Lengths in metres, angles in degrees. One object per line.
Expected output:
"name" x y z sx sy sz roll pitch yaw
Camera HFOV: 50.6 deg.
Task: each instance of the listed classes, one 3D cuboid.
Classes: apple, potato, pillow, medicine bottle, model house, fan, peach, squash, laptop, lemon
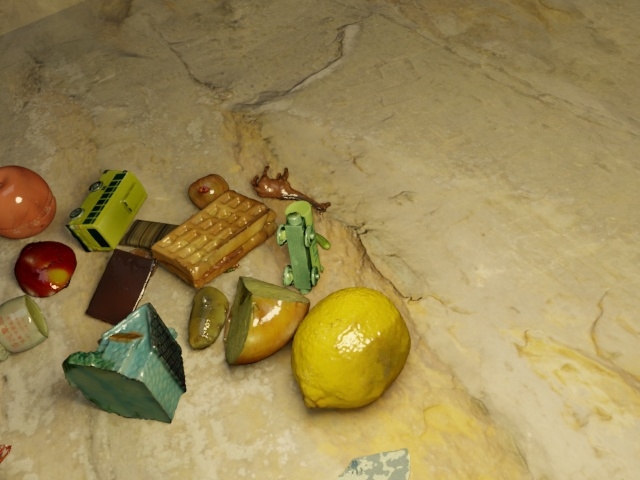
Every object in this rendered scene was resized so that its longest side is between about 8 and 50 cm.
"apple" -0.348 -0.149 2.120 0.126 0.126 0.102 -31 92 -15
"potato" -0.306 0.206 1.820 0.105 0.085 0.188 -1 54 18
"apple" -0.152 0.191 1.709 0.254 0.179 0.346 -28 12 -11
"pillow" -0.505 -0.014 2.086 0.203 0.038 0.113 8 50 18
"medicine bottle" -0.847 0.241 1.865 0.143 0.147 0.147 -27 49 -10
"model house" -0.459 0.278 1.669 0.226 0.261 0.241 7 52 17
"fan" 0.101 0.537 1.488 0.240 0.009 0.131 -26 50 -11
"peach" -0.860 0.062 2.080 0.189 0.068 0.279 -39 52 -23
"squash" 0.001 -0.001 1.970 0.027 0.027 0.089 -33 47 -16
"laptop" -0.568 0.136 1.935 0.154 0.026 0.207 15 74 18
"lemon" 0.065 0.252 1.576 0.268 0.268 0.322 23 53 29

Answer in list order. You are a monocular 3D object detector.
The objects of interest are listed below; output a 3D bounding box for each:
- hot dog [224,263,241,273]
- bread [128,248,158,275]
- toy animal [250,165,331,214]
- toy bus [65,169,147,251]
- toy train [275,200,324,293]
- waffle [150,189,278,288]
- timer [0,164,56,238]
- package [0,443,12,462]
"hot dog" -0.291 0.064 1.973 0.133 0.041 0.056 8 42 25
"bread" -0.529 0.068 2.005 0.113 0.060 0.082 19 56 24
"toy animal" -0.095 -0.153 2.104 0.224 0.066 0.229 -2 36 -15
"toy bus" -0.660 -0.098 2.122 0.150 0.128 0.262 -1 48 26
"toy train" -0.048 0.015 1.830 0.105 0.253 0.157 0 35 14
"waffle" -0.304 -0.008 1.960 0.224 0.098 0.328 22 51 39
"timer" -0.975 -0.119 2.169 0.230 0.215 0.229 -8 54 11
"package" -0.863 0.607 1.582 0.288 0.108 0.223 -14 53 10
